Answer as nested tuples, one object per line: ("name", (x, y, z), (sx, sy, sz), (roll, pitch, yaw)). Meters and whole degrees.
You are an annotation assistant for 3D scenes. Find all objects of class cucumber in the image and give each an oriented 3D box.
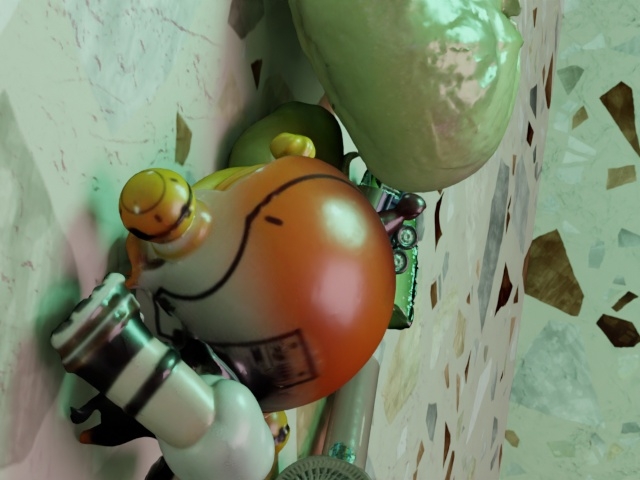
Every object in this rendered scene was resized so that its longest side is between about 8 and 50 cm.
("cucumber", (0.066, 0.008, 1.539), (0.115, 0.086, 0.193), (30, 60, -35))

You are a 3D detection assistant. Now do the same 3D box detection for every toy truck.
("toy truck", (0.050, 0.023, 1.426), (0.201, 0.088, 0.074), (-68, -162, -9))

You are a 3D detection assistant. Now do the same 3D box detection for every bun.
("bun", (0.100, -0.236, 1.252), (0.361, 0.213, 0.361), (-18, 90, -72))

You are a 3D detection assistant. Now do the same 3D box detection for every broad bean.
("broad bean", (-0.037, -0.074, 1.217), (0.174, 0.082, 0.124), (-43, 134, -49))

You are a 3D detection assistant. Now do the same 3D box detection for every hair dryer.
("hair dryer", (0.034, 0.282, 1.501), (0.352, 0.125, 0.210), (-75, 162, -44))

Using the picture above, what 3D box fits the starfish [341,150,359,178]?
("starfish", (0.002, 0.001, 1.333), (0.217, 0.050, 0.223), (-60, 178, 15))

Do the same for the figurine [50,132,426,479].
("figurine", (-0.054, 0.060, 1.008), (0.323, 0.196, 0.320), (-57, 143, -35))
